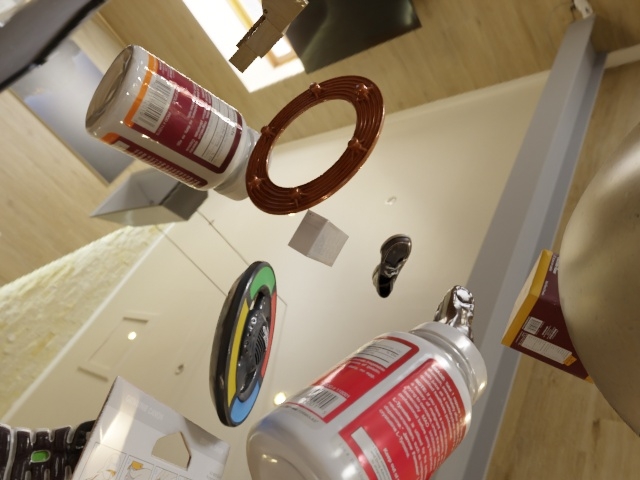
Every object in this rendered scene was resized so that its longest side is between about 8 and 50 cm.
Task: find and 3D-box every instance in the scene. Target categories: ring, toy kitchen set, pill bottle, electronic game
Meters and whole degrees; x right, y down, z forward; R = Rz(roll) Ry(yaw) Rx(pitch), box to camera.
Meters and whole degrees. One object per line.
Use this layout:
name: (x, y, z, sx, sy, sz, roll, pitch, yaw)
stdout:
ring: (-0.026, -0.200, 0.952, 0.337, 0.032, 0.336, -22, -132, 27)
toy kitchen set: (-0.057, -0.202, 0.395, 0.083, 0.075, 0.068, -33, -151, 36)
pill bottle: (0.100, 0.295, 0.799, 0.408, 0.228, 0.229, -23, -165, -40)
pill bottle: (-0.319, -0.257, 1.151, 0.224, 0.392, 0.223, -24, -127, 36)
electronic game: (-0.099, 0.141, 0.675, 0.048, 0.229, 0.229, 7, -138, 8)

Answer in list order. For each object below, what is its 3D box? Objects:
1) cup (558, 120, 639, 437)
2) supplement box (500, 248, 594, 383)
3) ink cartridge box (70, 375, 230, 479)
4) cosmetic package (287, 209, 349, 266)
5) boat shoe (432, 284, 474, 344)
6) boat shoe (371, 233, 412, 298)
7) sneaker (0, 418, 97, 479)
cup: (0.319, -0.017, 0.243, 0.332, 0.237, 0.330, -8, -121, 13)
supplement box: (0.500, 0.153, 0.969, 0.194, 0.191, 0.129, 23, -128, 19)
ink cartridge box: (-0.207, 0.314, 0.504, 0.066, 0.296, 0.261, 0, -125, 16)
cosmetic package: (0.000, 0.000, 1.178, 0.061, 0.239, 0.098, 28, -91, 17)
boat shoe: (0.295, 0.222, 1.112, 0.095, 0.095, 0.257, -52, -177, 44)
boat shoe: (0.170, 0.063, 1.129, 0.075, 0.206, 0.064, 3, -127, -10)
sneaker: (-0.406, 0.313, 0.644, 0.162, 0.282, 0.106, -54, -145, 44)
